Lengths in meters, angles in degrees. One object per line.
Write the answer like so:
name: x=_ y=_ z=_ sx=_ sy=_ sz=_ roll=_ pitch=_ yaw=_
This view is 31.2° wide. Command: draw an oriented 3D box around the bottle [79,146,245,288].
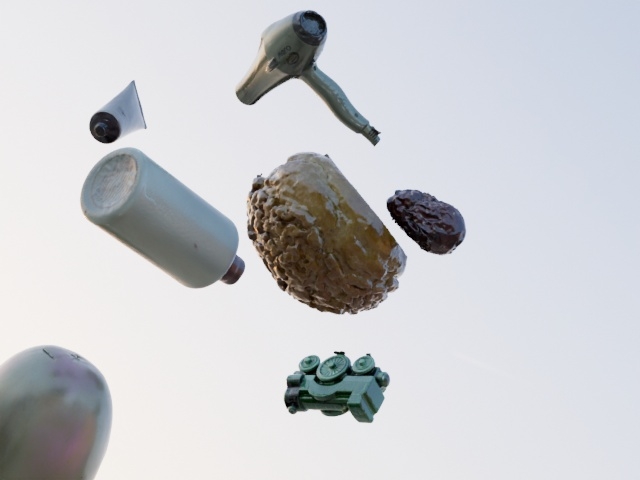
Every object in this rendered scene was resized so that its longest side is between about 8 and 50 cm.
bottle: x=-0.176 y=-0.012 z=1.397 sx=0.104 sy=0.104 sz=0.245 roll=3 pitch=-25 yaw=37

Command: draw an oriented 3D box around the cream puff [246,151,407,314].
cream puff: x=0.000 y=0.000 z=2.151 sx=0.327 sy=0.231 sz=0.343 roll=50 pitch=1 yaw=18

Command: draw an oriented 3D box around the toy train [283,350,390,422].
toy train: x=0.022 y=0.232 z=1.785 sx=0.178 sy=0.104 sz=0.071 roll=-4 pitch=-51 yaw=35

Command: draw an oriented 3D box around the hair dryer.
hair dryer: x=-0.035 y=-0.223 z=1.703 sx=0.219 sy=0.088 sz=0.225 roll=-5 pitch=-56 yaw=47

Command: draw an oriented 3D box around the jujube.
jujube: x=0.198 y=-0.039 z=2.105 sx=0.166 sy=0.104 sz=0.104 roll=46 pitch=-17 yaw=34

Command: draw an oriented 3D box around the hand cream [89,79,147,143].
hand cream: x=-0.328 y=-0.204 z=1.884 sx=0.054 sy=0.186 sz=0.087 roll=-8 pitch=-73 yaw=15

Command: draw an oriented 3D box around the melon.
melon: x=-0.439 y=0.311 z=1.714 sx=0.223 sy=0.317 sz=0.223 roll=29 pitch=1 yaw=0
